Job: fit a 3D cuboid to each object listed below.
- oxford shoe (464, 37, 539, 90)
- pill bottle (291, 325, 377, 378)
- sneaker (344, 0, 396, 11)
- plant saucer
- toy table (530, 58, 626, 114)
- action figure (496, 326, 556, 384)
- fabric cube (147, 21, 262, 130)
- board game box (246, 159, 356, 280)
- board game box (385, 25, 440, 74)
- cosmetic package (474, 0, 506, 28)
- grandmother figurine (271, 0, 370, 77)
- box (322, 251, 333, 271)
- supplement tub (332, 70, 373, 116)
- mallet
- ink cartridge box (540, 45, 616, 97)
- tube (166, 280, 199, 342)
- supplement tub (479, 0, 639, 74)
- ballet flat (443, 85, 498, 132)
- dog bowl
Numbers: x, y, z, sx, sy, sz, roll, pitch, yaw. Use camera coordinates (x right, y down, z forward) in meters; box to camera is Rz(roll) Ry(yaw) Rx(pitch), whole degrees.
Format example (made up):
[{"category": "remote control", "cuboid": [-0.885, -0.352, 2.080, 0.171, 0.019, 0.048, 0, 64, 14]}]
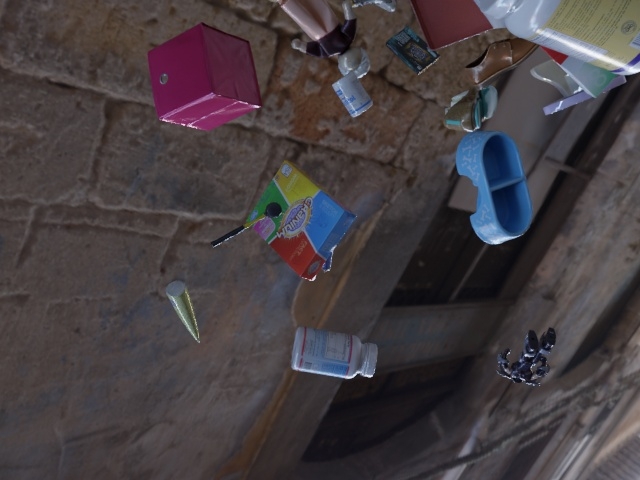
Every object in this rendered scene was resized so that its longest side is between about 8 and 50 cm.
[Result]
[{"category": "oxford shoe", "cuboid": [0.435, -0.444, 1.453, 0.076, 0.212, 0.076, 46, -152, -19]}, {"category": "pill bottle", "cuboid": [0.027, 0.224, 1.226, 0.160, 0.087, 0.087, 11, -162, -5]}, {"category": "sneaker", "cuboid": [0.118, -0.718, 1.823, 0.225, 0.092, 0.088, 15, -178, -18]}, {"category": "plant saucer", "cuboid": [0.434, -0.751, 1.999, 0.048, 0.259, 0.258, 54, -163, -74]}, {"category": "toy table", "cuboid": [0.806, -0.520, 1.956, 0.274, 0.160, 0.252, -26, -174, -18]}, {"category": "action figure", "cuboid": [0.741, 0.425, 2.212, 0.186, 0.285, 0.099, 7, -133, -4]}, {"category": "fabric cube", "cuboid": [-0.394, -0.548, 2.119, 0.258, 0.254, 0.259, -14, 173, 31]}, {"category": "board game box", "cuboid": [-0.066, -0.068, 1.897, 0.064, 0.242, 0.316, 19, -162, -50]}, {"category": "board game box", "cuboid": [0.367, -0.755, 2.461, 0.186, 0.126, 0.026, 46, 161, 10]}, {"category": "cosmetic package", "cuboid": [0.509, -0.678, 1.407, 0.197, 0.366, 0.155, 50, -169, -13]}, {"category": "grandmother figurine", "cuboid": [0.011, -0.562, 1.670, 0.208, 0.104, 0.342, -14, 141, 40]}, {"category": "box", "cuboid": [0.000, 0.000, 2.371, 0.037, 0.225, 0.136, -23, -127, -28]}, {"category": "supplement tub", "cuboid": [0.088, -0.398, 1.691, 0.107, 0.071, 0.071, 54, -168, -13]}, {"category": "mallet", "cuboid": [-0.174, -0.036, 1.476, 0.039, 0.190, 0.062, 61, 165, -5]}, {"category": "ink cartridge box", "cuboid": [0.721, -0.522, 1.652, 0.225, 0.181, 0.056, 34, -164, -22]}, {"category": "tube", "cuboid": [-0.417, 0.219, 1.922, 0.062, 0.240, 0.070, 9, -131, 15]}, {"category": "supplement tub", "cuboid": [0.505, -0.482, 1.194, 0.332, 0.240, 0.241, 18, -162, -7]}, {"category": "ballet flat", "cuboid": [0.440, -0.394, 1.853, 0.124, 0.116, 0.342, 0, -154, 27]}, {"category": "dog bowl", "cuboid": [0.445, -0.137, 1.559, 0.166, 0.297, 0.074, -19, -173, -29]}]
